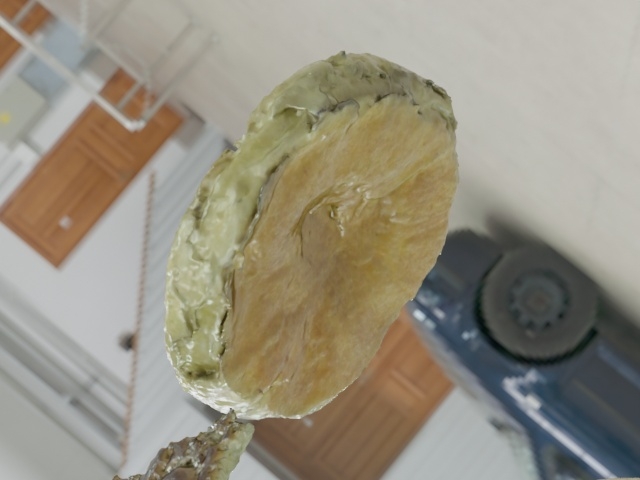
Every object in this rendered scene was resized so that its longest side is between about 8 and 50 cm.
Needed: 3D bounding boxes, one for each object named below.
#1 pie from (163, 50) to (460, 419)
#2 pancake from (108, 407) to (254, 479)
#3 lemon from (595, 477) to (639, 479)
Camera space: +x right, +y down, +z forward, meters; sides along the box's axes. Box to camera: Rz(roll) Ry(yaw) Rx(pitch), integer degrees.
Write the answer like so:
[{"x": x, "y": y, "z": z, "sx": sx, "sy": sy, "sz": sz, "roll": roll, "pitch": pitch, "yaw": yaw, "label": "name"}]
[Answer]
[{"x": 0.000, "y": 0.000, "z": 1.226, "sx": 0.083, "sy": 0.339, "sz": 0.339, "roll": 29, "pitch": 170, "yaw": 28, "label": "pie"}, {"x": -0.153, "y": 0.195, "z": 1.078, "sx": 0.057, "sy": 0.244, "sz": 0.266, "roll": 47, "pitch": 180, "yaw": -20, "label": "pancake"}, {"x": 0.130, "y": 0.172, "z": 0.546, "sx": 0.207, "sy": 0.170, "sz": 0.170, "roll": 8, "pitch": -179, "yaw": -11, "label": "lemon"}]
